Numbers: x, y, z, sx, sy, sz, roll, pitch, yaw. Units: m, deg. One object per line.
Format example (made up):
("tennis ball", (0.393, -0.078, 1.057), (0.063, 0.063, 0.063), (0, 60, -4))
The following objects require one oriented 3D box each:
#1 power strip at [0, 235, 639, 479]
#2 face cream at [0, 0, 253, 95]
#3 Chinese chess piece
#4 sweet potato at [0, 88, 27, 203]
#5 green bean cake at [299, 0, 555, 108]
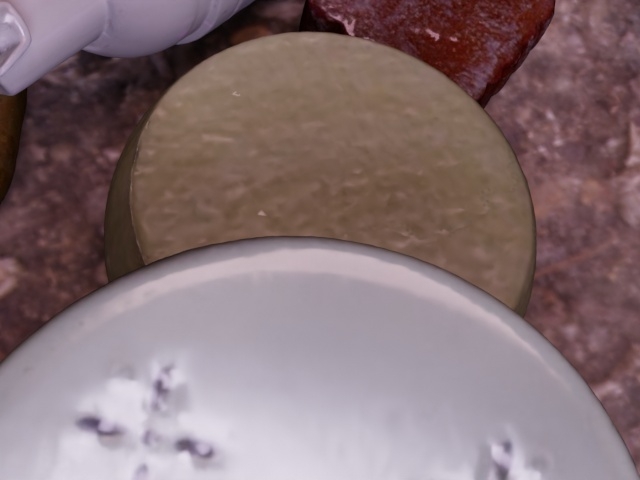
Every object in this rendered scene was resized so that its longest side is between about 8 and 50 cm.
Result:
("power strip", (-0.031, 0.163, 0.739), (0.357, 0.161, 0.357), (0, 86, -6))
("face cream", (-0.095, -0.193, 0.949), (0.145, 0.145, 0.369), (42, 54, 10))
("Chinese chess piece", (0.000, 0.000, 0.921), (0.250, 0.101, 0.250), (5, 62, -10))
("sweet potato", (-0.212, -0.118, 0.951), (0.075, 0.075, 0.269), (1, 63, -12))
("green bean cake", (0.069, -0.146, 1.038), (0.135, 0.056, 0.135), (37, 62, 8))
